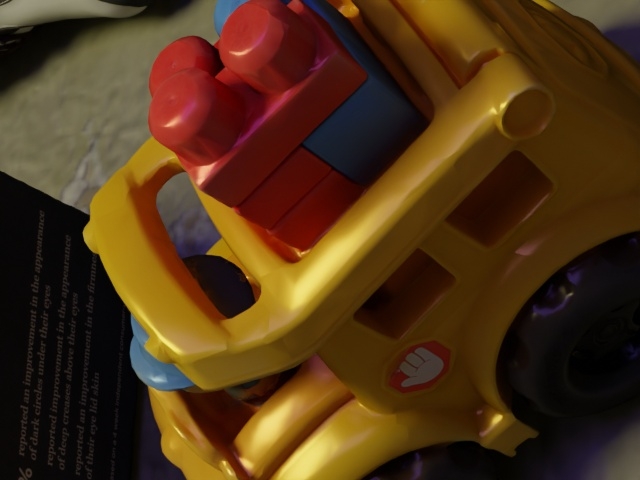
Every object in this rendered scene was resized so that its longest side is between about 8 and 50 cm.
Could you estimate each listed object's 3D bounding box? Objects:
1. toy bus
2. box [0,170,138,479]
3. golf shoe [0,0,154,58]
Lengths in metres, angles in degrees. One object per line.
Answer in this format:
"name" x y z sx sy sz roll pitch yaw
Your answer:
"toy bus" 0.000 0.000 0.660 0.220 0.211 0.149 -46 51 14
"box" -0.175 0.047 0.775 0.108 0.207 0.153 -13 63 34
"golf shoe" -0.158 -0.109 0.936 0.198 0.077 0.094 10 108 29
